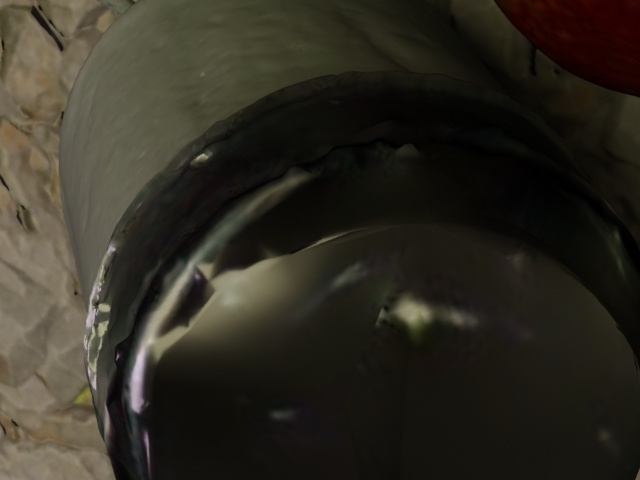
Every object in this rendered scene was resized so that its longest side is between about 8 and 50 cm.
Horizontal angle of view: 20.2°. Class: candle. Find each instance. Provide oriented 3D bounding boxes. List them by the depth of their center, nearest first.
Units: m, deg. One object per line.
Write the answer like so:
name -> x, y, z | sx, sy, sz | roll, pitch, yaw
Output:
candle -> 0.000, 0.000, 0.772 | 0.221, 0.342, 0.221 | -5, 117, -10

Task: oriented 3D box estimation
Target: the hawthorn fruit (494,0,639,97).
hawthorn fruit -> 0.183, -0.131, 0.680 | 0.248, 0.208, 0.208 | 38, 118, 18
